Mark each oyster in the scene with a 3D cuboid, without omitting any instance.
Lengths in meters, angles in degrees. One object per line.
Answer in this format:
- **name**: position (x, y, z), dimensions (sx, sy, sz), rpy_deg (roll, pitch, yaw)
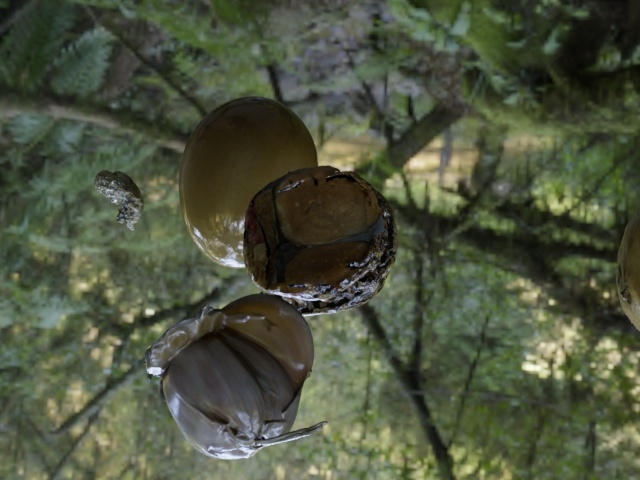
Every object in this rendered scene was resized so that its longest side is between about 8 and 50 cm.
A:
- **oyster**: position (-0.302, -0.061, 1.576), dimensions (0.083, 0.081, 0.038), rpy_deg (17, -173, -23)

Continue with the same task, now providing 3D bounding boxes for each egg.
- **egg**: position (-0.132, -0.105, 1.909), dimensions (0.250, 0.323, 0.250), rpy_deg (9, 159, 3)

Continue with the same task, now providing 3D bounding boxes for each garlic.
- **garlic**: position (-0.101, 0.156, 1.199), dimensions (0.207, 0.207, 0.256), rpy_deg (8, -179, -19)

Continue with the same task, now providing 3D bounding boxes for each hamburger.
- **hamburger**: position (0.000, 0.000, 1.486), dimensions (0.231, 0.231, 0.107), rpy_deg (1, 149, 24)

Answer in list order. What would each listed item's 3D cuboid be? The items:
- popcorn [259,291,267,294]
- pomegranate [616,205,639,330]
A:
- **popcorn**: position (-0.089, 0.122, 1.718), dimensions (0.057, 0.082, 0.083), rpy_deg (-31, 122, 28)
- **pomegranate**: position (0.449, 0.030, 1.072), dimensions (0.281, 0.281, 0.281), rpy_deg (4, 171, 1)
